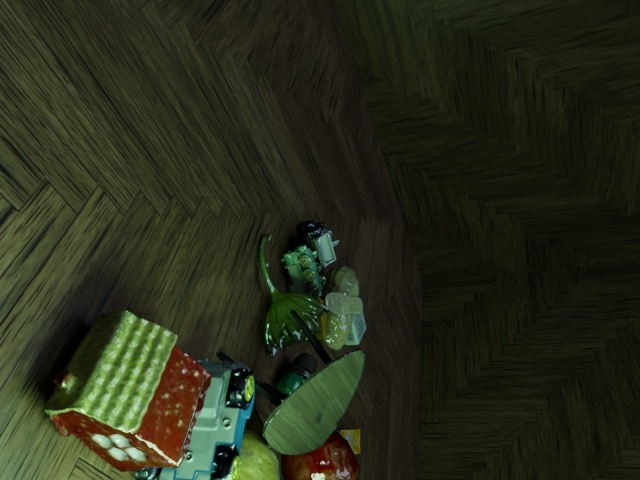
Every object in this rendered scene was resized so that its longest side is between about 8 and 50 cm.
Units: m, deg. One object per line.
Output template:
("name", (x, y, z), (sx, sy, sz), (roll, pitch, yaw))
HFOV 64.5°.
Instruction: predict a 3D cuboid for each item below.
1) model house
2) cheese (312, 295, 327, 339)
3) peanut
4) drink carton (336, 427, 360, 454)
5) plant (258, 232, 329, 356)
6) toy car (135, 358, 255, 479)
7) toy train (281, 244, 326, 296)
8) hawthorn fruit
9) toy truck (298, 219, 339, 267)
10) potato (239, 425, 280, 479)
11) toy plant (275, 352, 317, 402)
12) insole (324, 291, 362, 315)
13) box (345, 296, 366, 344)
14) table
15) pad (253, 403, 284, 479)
("model house", (-0.329, 0.249, 0.865), (0.196, 0.160, 0.254), (-77, 150, -42))
("cheese", (-0.037, 0.240, 1.715), (0.171, 0.093, 0.126), (76, 17, -51))
("peanut", (0.058, 0.244, 1.935), (0.174, 0.158, 0.340), (88, 17, -45))
("drink carton", (0.086, 0.767, 1.929), (0.223, 0.071, 0.096), (41, 46, -61))
("plant", (-0.143, 0.183, 1.544), (0.333, 0.180, 0.251), (46, 34, -2))
("toy car", (-0.237, 0.393, 1.032), (0.166, 0.198, 0.314), (76, 16, -54))
("toy train", (-0.059, 0.107, 1.701), (0.081, 0.125, 0.194), (-58, 133, -63))
("hawthorn fruit", (-0.015, 0.652, 1.535), (0.230, 0.210, 0.266), (5, 51, -46))
("toy truck", (0.000, 0.000, 1.816), (0.286, 0.111, 0.136), (-134, -154, -70))
("potato", (-0.178, 0.539, 1.124), (0.266, 0.229, 0.229), (-83, 156, -51))
("toy plant", (-0.079, 0.447, 1.568), (0.200, 0.105, 0.143), (-54, 150, -38))
("insole", (0.089, 0.232, 1.836), (0.248, 0.011, 0.081), (14, 70, -53))
("box", (0.130, 0.305, 2.218), (0.168, 0.071, 0.259), (-47, 128, -64))
("table", (-0.071, 0.340, 1.311), (0.317, 0.249, 0.317), (-28, 135, -32))
("pad", (-0.122, 0.587, 1.352), (0.202, 0.005, 0.300), (-144, -144, -64))
